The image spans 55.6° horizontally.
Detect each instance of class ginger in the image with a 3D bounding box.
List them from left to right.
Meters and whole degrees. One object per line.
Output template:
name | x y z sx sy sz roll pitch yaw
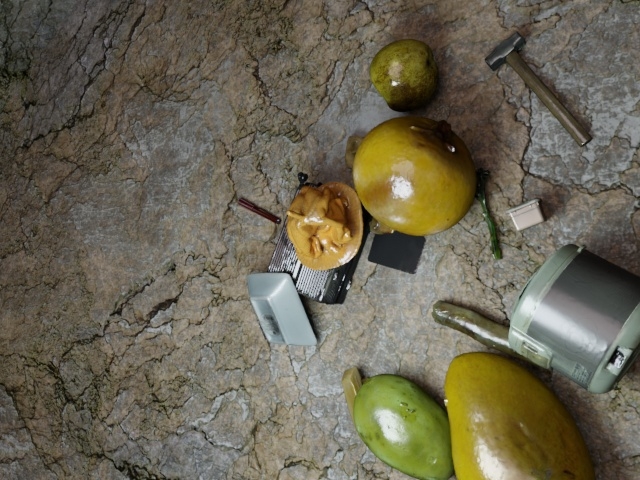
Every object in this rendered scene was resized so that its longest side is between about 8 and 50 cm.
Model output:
ginger | 0.127 -0.239 1.795 0.095 0.069 0.190 -33 64 -7

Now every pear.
pear | 0.241 -0.469 1.706 0.197 0.197 0.197 -5 78 28

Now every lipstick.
lipstick | -0.197 -0.093 1.972 0.176 0.027 0.027 28 95 28

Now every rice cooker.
rice cooker | 0.580 0.171 1.354 0.277 0.288 0.288 32 97 32

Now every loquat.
loquat | 0.234 -0.148 1.586 0.328 0.328 0.359 50 127 26

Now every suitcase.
suitcase | 0.000 0.000 1.772 0.230 0.152 0.335 21 92 30

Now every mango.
mango | 0.435 0.462 1.407 0.301 0.220 0.445 -29 59 -1

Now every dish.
dish | -0.132 0.216 1.761 0.182 0.080 0.243 -4 115 42

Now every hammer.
hammer | 0.579 -0.388 1.591 0.111 0.043 0.365 -39 67 17

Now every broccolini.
broccolini | 0.434 -0.073 1.607 0.071 0.057 0.254 132 132 -63

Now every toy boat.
toy boat | 0.115 0.448 1.673 0.057 0.077 0.200 -30 69 39

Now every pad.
pad | 0.217 0.026 1.735 0.157 0.003 0.112 17 90 30

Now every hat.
hat | -0.033 -0.049 1.583 0.244 0.233 0.233 -34 69 19

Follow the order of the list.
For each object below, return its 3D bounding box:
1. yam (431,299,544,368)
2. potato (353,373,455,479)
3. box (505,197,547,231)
yam | 0.432 0.233 1.544 0.317 0.067 0.071 22 62 30
potato | 0.217 0.474 1.537 0.304 0.216 0.216 43 102 14
box | 0.520 -0.063 1.522 0.089 0.122 0.062 -25 81 23
